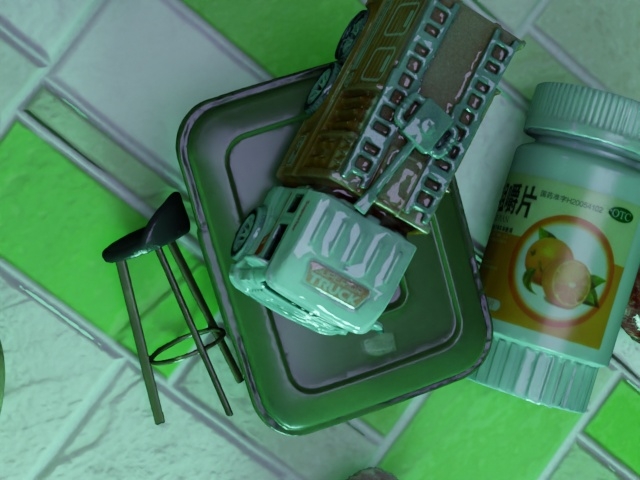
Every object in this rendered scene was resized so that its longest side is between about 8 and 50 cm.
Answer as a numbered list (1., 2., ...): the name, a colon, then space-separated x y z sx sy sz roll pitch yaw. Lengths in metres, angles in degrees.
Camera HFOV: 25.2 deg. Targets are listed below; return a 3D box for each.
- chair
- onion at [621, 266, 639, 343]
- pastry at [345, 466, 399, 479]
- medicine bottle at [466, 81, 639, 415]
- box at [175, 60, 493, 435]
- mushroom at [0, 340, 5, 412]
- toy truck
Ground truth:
1. chair: -0.149 0.069 1.405 0.095 0.104 0.222 -16 102 3
2. onion: 0.395 0.059 1.529 0.150 0.140 0.150 -8 113 -18
3. pastry: 0.004 0.357 1.464 0.103 0.112 0.265 37 72 -3
4. medicine bottle: 0.251 0.010 1.475 0.158 0.158 0.318 16 90 -16
5. box: 0.000 0.000 1.398 0.252 0.178 0.329 -17 97 -15
6. mushroom: -0.452 0.140 1.221 0.315 0.315 0.356 44 80 -15
7. toy truck: 0.050 -0.067 1.232 0.136 0.162 0.305 29 84 -16
